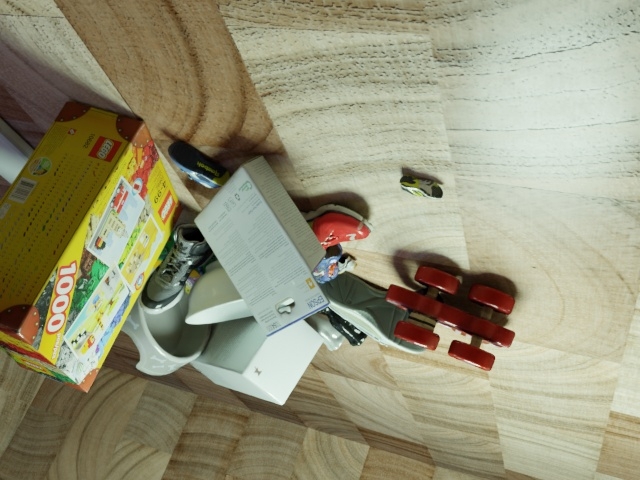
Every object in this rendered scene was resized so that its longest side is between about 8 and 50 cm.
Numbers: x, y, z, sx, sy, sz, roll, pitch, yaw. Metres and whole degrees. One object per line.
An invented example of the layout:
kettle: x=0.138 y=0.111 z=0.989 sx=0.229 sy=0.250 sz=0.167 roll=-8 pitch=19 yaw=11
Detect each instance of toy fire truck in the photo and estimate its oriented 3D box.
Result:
toy fire truck: x=0.292 y=0.178 z=1.600 sx=0.302 sy=0.170 sz=0.254 roll=20 pitch=173 yaw=6

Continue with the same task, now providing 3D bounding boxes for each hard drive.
hard drive: x=-0.809 y=-0.224 z=1.800 sx=0.202 sy=0.040 sz=0.307 roll=7 pitch=151 yaw=28

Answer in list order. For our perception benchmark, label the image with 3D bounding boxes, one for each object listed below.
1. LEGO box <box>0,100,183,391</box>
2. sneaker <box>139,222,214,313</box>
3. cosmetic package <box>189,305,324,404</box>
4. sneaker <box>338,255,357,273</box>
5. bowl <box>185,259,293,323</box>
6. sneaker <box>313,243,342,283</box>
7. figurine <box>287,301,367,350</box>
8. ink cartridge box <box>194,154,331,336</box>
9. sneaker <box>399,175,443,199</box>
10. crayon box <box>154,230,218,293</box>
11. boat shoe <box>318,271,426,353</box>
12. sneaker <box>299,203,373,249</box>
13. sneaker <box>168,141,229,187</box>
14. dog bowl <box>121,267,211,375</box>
LEGO box: x=-0.526 y=0.019 z=1.514 sx=0.193 sy=0.500 sz=0.372 roll=17 pitch=154 yaw=12
sneaker: x=-0.356 y=0.051 z=1.730 sx=0.101 sy=0.269 sz=0.153 roll=32 pitch=150 yaw=9
cosmetic package: x=-0.213 y=0.320 z=2.079 sx=0.161 sy=0.230 sz=0.453 roll=44 pitch=157 yaw=-22
sneaker: x=0.054 y=0.055 z=1.682 sx=0.037 sy=0.032 sz=0.083 roll=48 pitch=144 yaw=-15
bowl: x=-0.220 y=0.120 z=1.829 sx=0.297 sy=0.134 sz=0.298 roll=-13 pitch=168 yaw=-3
sneaker: x=0.012 y=0.049 z=1.633 sx=0.087 sy=0.083 sz=0.221 roll=34 pitch=162 yaw=-8
figurine: x=0.007 y=0.210 z=1.964 sx=0.209 sy=0.092 sz=0.215 roll=38 pitch=152 yaw=-15
ink cartridge box: x=-0.119 y=0.025 z=1.512 sx=0.330 sy=0.071 sz=0.324 roll=57 pitch=146 yaw=1
sneaker: x=0.185 y=-0.096 z=1.283 sx=0.083 sy=0.031 sz=0.035 roll=23 pitch=168 yaw=8
crayon box: x=-0.360 y=0.080 z=1.987 sx=0.165 sy=0.081 sz=0.278 roll=-2 pitch=146 yaw=40
boat shoe: x=0.133 y=0.184 z=1.773 sx=0.320 sy=0.118 sz=0.103 roll=28 pitch=160 yaw=-4
sneaker: x=0.000 y=0.000 z=1.505 sx=0.107 sy=0.118 sz=0.279 roll=37 pitch=151 yaw=-32
sneaker: x=-0.267 y=-0.155 z=1.493 sx=0.144 sy=0.053 sz=0.059 roll=35 pitch=154 yaw=-22
dog bowl: x=-0.454 y=0.214 z=2.046 sx=0.102 sy=0.349 sz=0.349 roll=-17 pitch=137 yaw=27
